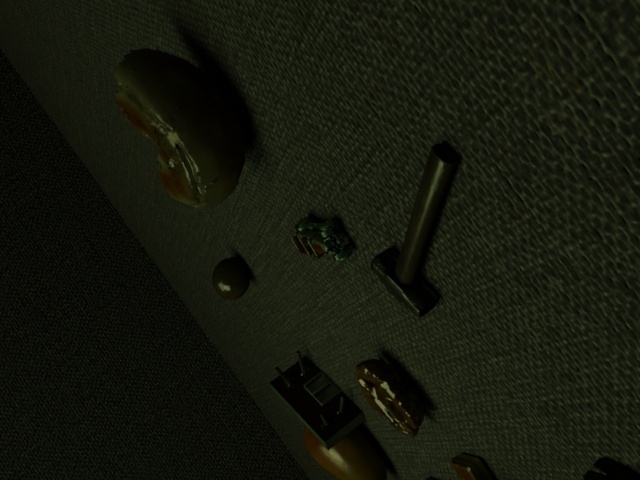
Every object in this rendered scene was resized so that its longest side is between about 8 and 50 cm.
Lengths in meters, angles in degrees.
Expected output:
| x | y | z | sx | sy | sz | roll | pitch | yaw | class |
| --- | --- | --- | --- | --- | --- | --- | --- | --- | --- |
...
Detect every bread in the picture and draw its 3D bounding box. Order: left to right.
| x | y | z | sx | sy | sz | roll | pitch | yaw | class |
| --- | --- | --- | --- | --- | --- | --- | --- | --- | --- |
| -0.229 | -0.199 | 1.466 | 0.192 | 0.171 | 0.314 | 21 | 144 | 54 | bread |
| 0.289 | 0.441 | 1.519 | 0.094 | 0.035 | 0.090 | 56 | 163 | -4 | bread |

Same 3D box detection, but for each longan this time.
| x | y | z | sx | sy | sz | roll | pitch | yaw | class |
| --- | --- | --- | --- | --- | --- | --- | --- | --- | --- |
| -0.229 | 0.092 | 2.128 | 0.106 | 0.106 | 0.119 | 73 | -164 | -45 | longan |

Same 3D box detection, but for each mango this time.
| x | y | z | sx | sy | sz | roll | pitch | yaw | class |
| --- | --- | --- | --- | --- | --- | --- | --- | --- | --- |
| 0.063 | 0.534 | 2.104 | 0.254 | 0.139 | 0.175 | 35 | 167 | 29 | mango |

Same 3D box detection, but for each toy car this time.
| x | y | z | sx | sy | sz | roll | pitch | yaw | class |
| --- | --- | --- | --- | --- | --- | --- | --- | --- | --- |
| 0.000 | 0.000 | 1.431 | 0.073 | 0.054 | 0.143 | 59 | 163 | -17 | toy car |

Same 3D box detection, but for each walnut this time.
| x | y | z | sx | sy | sz | roll | pitch | yaw | class |
| --- | --- | --- | --- | --- | --- | --- | --- | --- | --- |
| 0.138 | 0.296 | 1.591 | 0.170 | 0.069 | 0.143 | 46 | 159 | 20 | walnut |

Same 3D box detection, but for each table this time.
| x | y | z | sx | sy | sz | roll | pitch | yaw | class |
| --- | --- | --- | --- | --- | --- | --- | --- | --- | --- |
| -0.017 | 0.381 | 2.051 | 0.240 | 0.121 | 0.111 | 38 | 156 | 40 | table |

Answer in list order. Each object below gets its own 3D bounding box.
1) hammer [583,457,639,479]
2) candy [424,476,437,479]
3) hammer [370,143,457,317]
| x | y | z | sx | sy | sz | roll | pitch | yaw | class |
| --- | --- | --- | --- | --- | --- | --- | --- | --- | --- |
| 0.401 | 0.426 | 1.193 | 0.168 | 0.044 | 0.440 | 47 | 161 | 19 | hammer |
| 0.289 | 0.598 | 1.700 | 0.157 | 0.100 | 0.306 | 55 | 163 | -3 | candy |
| 0.133 | -0.011 | 1.099 | 0.111 | 0.043 | 0.365 | 48 | 160 | 20 | hammer |
